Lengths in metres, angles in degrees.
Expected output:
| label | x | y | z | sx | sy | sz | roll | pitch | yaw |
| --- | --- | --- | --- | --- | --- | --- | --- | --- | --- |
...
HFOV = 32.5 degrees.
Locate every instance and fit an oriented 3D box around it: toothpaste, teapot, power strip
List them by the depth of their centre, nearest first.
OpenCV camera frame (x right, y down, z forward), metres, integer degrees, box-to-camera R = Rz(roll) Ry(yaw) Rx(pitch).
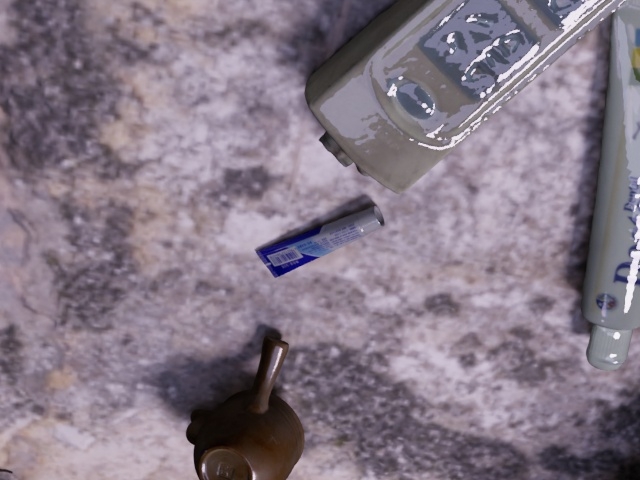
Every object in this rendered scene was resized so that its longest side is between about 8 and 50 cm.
| label | x | y | z | sx | sy | sz | roll | pitch | yaw |
| --- | --- | --- | --- | --- | --- | --- | --- | --- | --- |
| power strip | 0.110 | -0.133 | 0.583 | 0.286 | 0.048 | 0.080 | -40 | 116 | 20 |
| toothpaste | 0.190 | -0.029 | 0.659 | 0.067 | 0.037 | 0.255 | 1 | 119 | -2 |
| toothpaste | 0.000 | 0.000 | 0.685 | 0.083 | 0.015 | 0.024 | -25 | 121 | 21 |
| teapot | -0.053 | 0.116 | 0.731 | 0.085 | 0.080 | 0.110 | 16 | 109 | 13 |
